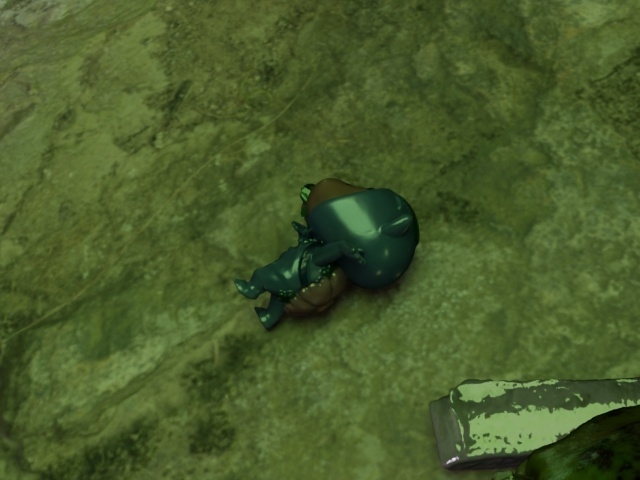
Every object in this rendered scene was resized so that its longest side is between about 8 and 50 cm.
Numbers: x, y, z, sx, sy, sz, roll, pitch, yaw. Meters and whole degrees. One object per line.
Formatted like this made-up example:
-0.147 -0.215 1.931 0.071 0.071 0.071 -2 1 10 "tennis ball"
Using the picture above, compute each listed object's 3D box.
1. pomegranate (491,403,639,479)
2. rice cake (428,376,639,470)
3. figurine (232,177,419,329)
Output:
0.251 0.243 0.642 0.221 0.277 0.204 -61 28 1 "pomegranate"
0.274 0.147 0.751 0.365 0.056 0.072 -4 64 6 "rice cake"
-0.001 -0.001 0.861 0.178 0.114 0.144 -33 58 -1 "figurine"
